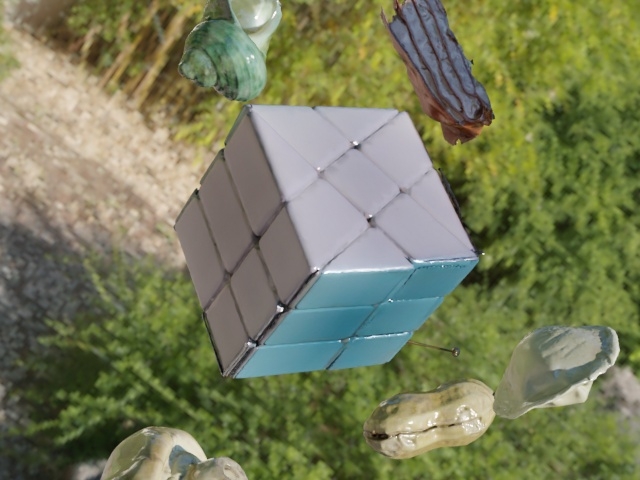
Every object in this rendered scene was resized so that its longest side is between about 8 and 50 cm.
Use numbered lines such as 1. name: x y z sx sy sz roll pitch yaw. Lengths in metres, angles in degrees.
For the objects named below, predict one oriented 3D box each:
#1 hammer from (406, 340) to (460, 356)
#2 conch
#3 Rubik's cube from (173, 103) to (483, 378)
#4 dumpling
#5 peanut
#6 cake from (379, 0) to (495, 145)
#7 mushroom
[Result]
1. hammer: 0.169 0.172 1.952 0.122 0.014 0.029 11 19 14
2. conch: -0.132 -0.293 1.747 0.121 0.176 0.188 2 37 14
3. Rubik's cube: 0.000 0.000 1.328 0.231 0.225 0.221 -2 56 -33
4. dumpling: 0.384 0.209 1.893 0.215 0.126 0.166 -8 15 -11
5. peanut: 0.209 0.333 2.212 0.290 0.130 0.130 -10 35 -27
6. cake: 0.186 -0.275 1.849 0.287 0.098 0.135 60 -5 -24
7. mushroom: -0.201 0.383 1.691 0.254 0.234 0.260 32 42 -58
